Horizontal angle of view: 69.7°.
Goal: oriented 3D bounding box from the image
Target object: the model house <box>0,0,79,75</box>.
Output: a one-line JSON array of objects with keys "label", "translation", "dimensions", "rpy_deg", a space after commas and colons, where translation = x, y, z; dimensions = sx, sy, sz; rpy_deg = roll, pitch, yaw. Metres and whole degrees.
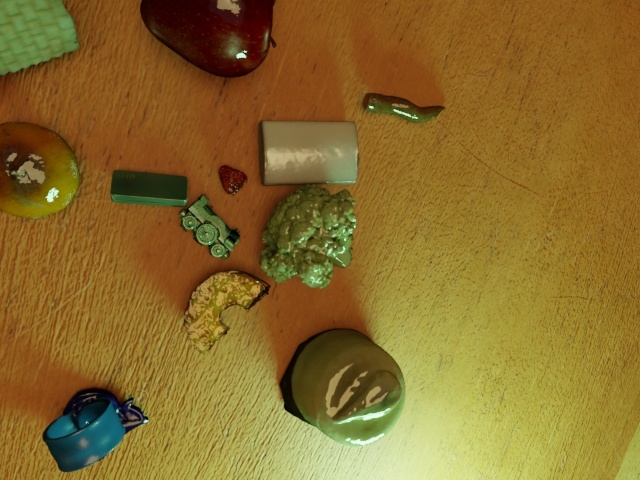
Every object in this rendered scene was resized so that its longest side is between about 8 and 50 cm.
[{"label": "model house", "translation": [-0.761, -0.537, 0.830], "dimensions": [0.400, 0.395, 0.445], "rpy_deg": [-33, 97, -17]}]

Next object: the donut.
[{"label": "donut", "translation": [-0.279, 0.163, 1.263], "dimensions": [0.259, 0.101, 0.152], "rpy_deg": [-43, 108, -6]}]

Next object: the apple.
[{"label": "apple", "translation": [-0.246, -0.542, 1.072], "dimensions": [0.317, 0.288, 0.288], "rpy_deg": [16, 94, -11]}]

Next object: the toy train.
[{"label": "toy train", "translation": [-0.298, -0.031, 1.245], "dimensions": [0.178, 0.071, 0.104], "rpy_deg": [47, 73, -17]}]

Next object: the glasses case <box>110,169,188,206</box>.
[{"label": "glasses case", "translation": [-0.436, -0.132, 1.181], "dimensions": [0.184, 0.039, 0.078], "rpy_deg": [3, 66, -18]}]

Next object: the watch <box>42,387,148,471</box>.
[{"label": "watch", "translation": [-0.581, 0.482, 1.171], "dimensions": [0.196, 0.200, 0.171], "rpy_deg": [-30, 103, -7]}]

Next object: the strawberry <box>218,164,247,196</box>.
[{"label": "strawberry", "translation": [-0.243, -0.166, 1.241], "dimensions": [0.083, 0.073, 0.073], "rpy_deg": [39, 86, -5]}]

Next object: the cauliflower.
[{"label": "cauliflower", "translation": [-0.013, 0.003, 1.236], "dimensions": [0.281, 0.260, 0.327], "rpy_deg": [37, 121, -16]}]

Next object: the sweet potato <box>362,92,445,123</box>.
[{"label": "sweet potato", "translation": [0.255, -0.387, 1.363], "dimensions": [0.281, 0.067, 0.059], "rpy_deg": [6, 134, -23]}]

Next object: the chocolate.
[{"label": "chocolate", "translation": [0.077, 0.437, 1.322], "dimensions": [0.314, 0.297, 0.326], "rpy_deg": [29, 90, -14]}]

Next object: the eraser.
[{"label": "eraser", "translation": [-0.032, -0.242, 1.277], "dimensions": [0.270, 0.095, 0.174], "rpy_deg": [-4, 94, -18]}]

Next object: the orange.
[{"label": "orange", "translation": [-0.674, -0.159, 1.051], "dimensions": [0.224, 0.170, 0.224], "rpy_deg": [-3, 98, -18]}]
